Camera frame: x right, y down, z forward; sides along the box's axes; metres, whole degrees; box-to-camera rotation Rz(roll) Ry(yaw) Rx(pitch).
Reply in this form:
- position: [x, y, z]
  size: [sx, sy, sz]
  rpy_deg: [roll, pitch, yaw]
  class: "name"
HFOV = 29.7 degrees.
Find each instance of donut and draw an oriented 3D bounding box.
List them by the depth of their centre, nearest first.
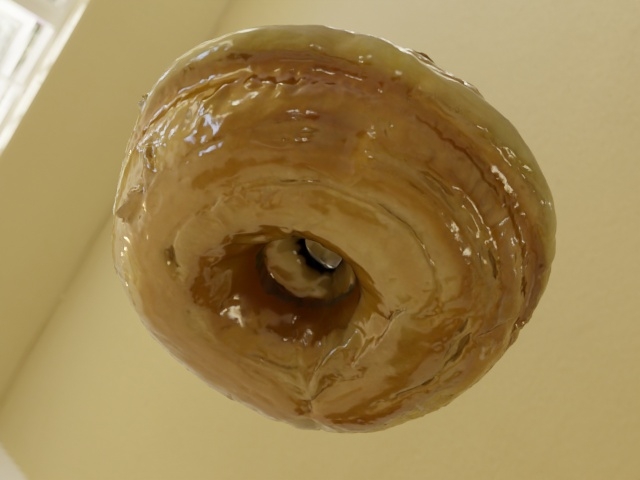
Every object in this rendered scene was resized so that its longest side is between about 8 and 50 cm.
- position: [0.000, 0.000, 1.133]
  size: [0.449, 0.449, 0.198]
  rpy_deg: [30, -138, -6]
  class: "donut"
